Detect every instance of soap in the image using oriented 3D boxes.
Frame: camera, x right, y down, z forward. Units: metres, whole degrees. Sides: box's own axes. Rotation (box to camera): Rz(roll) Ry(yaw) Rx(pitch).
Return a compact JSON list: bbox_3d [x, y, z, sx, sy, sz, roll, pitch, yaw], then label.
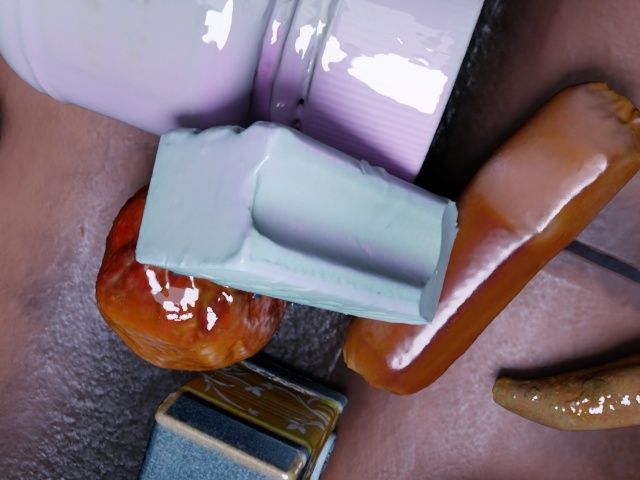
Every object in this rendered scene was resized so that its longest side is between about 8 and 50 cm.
[{"bbox_3d":[0.000,0.000,0.512,0.145,0.230,0.091,5,80,46],"label":"soap"}]

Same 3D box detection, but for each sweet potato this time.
[{"bbox_3d":[0.260,0.105,0.588,0.255,0.078,0.058,-24,128,19],"label":"sweet potato"}]

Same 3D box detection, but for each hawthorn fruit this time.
[{"bbox_3d":[-0.108,0.026,0.626,0.173,0.179,0.174,6,107,19],"label":"hawthorn fruit"}]

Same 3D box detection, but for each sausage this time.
[{"bbox_3d":[0.130,0.005,0.601,0.300,0.083,0.089,-48,45,16],"label":"sausage"}]

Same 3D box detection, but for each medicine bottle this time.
[{"bbox_3d":[-0.046,-0.175,0.538,0.301,0.241,0.241,20,105,3],"label":"medicine bottle"}]

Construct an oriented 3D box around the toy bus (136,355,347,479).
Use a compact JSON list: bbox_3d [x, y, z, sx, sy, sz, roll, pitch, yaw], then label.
[{"bbox_3d":[-0.092,0.255,0.665,0.138,0.167,0.275,22,106,12],"label":"toy bus"}]
